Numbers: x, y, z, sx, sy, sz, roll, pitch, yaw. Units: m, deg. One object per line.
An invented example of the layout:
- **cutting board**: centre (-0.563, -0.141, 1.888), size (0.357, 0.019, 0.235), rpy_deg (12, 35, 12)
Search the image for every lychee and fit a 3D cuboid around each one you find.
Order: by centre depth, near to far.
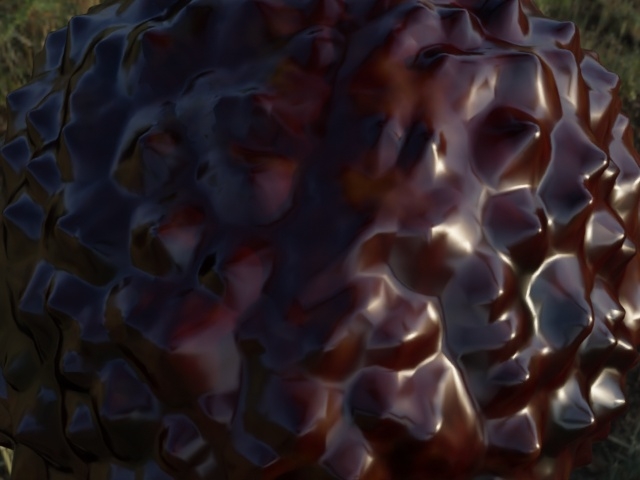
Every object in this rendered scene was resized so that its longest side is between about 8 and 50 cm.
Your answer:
- **lychee**: centre (0.000, 0.000, 0.619), size (0.425, 0.424, 0.499), rpy_deg (11, 49, 5)
